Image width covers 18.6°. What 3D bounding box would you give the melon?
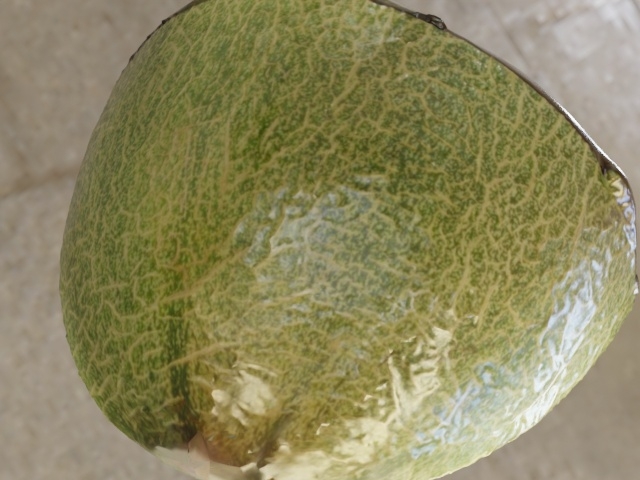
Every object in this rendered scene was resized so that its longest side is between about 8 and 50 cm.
[{"bbox_3d":[0.000,0.000,0.502,0.160,0.079,0.128,21,58,9],"label":"melon"}]
